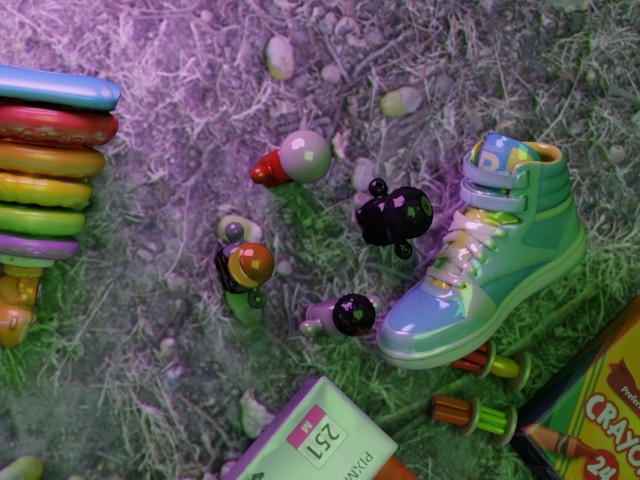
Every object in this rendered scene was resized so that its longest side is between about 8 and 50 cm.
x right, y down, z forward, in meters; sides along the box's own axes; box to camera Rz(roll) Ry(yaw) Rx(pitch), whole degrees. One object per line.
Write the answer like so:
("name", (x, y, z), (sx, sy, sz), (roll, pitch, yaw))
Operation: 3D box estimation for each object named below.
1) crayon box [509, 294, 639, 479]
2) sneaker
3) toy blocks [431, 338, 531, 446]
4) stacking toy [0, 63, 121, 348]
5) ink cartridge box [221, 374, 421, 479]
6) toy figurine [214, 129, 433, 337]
("crayon box", (0.405, 0.208, 1.545), (0.318, 0.081, 0.202), (-41, 97, -17))
("sneaker", (0.173, -0.006, 1.425), (0.319, 0.127, 0.208), (-36, 130, -27))
("toy blocks", (0.170, 0.171, 1.487), (0.148, 0.054, 0.123), (19, 80, -15))
("stacking toy", (-0.311, -0.031, 1.317), (0.165, 0.175, 0.302), (7, 94, -14))
("ink cartridge box", (-0.006, 0.334, 1.416), (0.239, 0.060, 0.275), (44, 74, -8))
("toy figurine", (0.000, 0.000, 1.400), (0.213, 0.148, 0.210), (31, 77, -13))
